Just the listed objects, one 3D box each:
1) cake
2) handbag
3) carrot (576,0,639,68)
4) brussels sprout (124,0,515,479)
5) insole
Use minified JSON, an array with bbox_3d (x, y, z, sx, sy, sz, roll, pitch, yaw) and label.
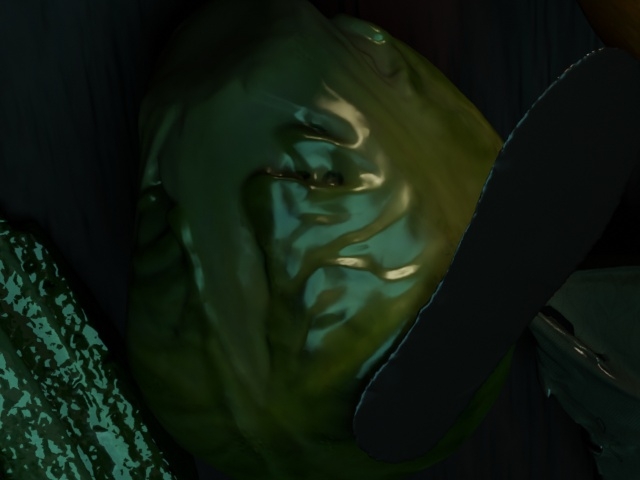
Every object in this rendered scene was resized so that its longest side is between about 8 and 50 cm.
[{"bbox_3d":[-0.161,0.091,0.955,0.100,0.099,0.235,-27,104,3],"label":"cake"},{"bbox_3d":[0.218,0.096,1.011,0.182,0.117,0.270,-4,134,37],"label":"handbag"},{"bbox_3d":[0.213,-0.160,0.766,0.193,0.331,0.214,-28,143,4],"label":"carrot"},{"bbox_3d":[0.000,0.000,0.841,0.219,0.210,0.271,-12,119,21],"label":"brussels sprout"},{"bbox_3d":[0.089,0.012,0.751,0.080,0.003,0.232,24,104,-32],"label":"insole"}]
